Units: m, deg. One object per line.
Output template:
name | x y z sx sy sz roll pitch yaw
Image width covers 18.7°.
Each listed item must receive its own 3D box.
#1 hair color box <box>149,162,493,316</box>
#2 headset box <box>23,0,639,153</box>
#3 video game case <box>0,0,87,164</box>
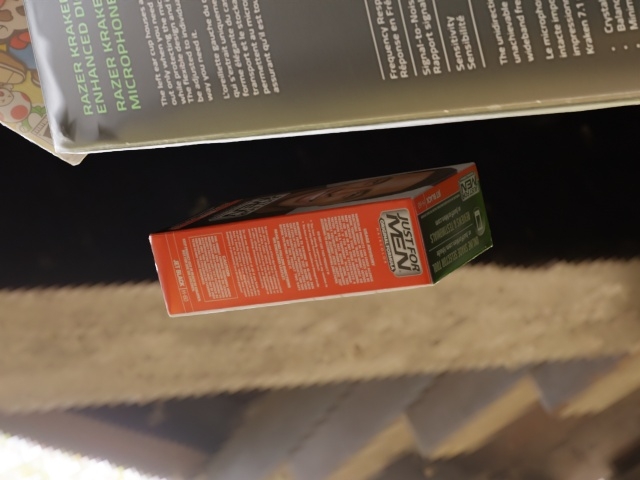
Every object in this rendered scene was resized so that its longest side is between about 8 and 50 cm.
hair color box | 0.000 0.000 0.896 0.141 0.043 0.072 -7 11 29
headset box | 0.090 -0.112 0.454 0.246 0.131 0.283 -19 11 -43
video game case | -0.175 -0.172 1.214 0.206 0.026 0.227 31 -57 -23
